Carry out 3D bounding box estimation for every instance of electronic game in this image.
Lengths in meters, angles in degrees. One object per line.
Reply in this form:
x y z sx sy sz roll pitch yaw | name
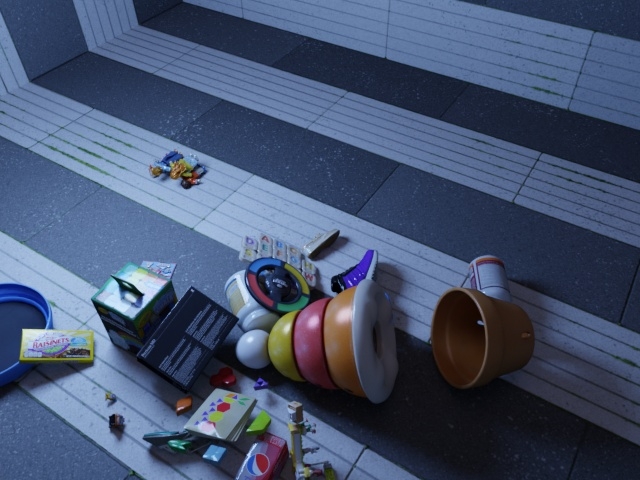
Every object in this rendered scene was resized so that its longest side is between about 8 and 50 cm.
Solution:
-0.135 0.143 1.807 0.229 0.048 0.229 22 38 -18 | electronic game

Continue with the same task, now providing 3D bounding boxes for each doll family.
-0.623 -0.314 2.387 0.262 0.118 0.163 19 49 19 | doll family

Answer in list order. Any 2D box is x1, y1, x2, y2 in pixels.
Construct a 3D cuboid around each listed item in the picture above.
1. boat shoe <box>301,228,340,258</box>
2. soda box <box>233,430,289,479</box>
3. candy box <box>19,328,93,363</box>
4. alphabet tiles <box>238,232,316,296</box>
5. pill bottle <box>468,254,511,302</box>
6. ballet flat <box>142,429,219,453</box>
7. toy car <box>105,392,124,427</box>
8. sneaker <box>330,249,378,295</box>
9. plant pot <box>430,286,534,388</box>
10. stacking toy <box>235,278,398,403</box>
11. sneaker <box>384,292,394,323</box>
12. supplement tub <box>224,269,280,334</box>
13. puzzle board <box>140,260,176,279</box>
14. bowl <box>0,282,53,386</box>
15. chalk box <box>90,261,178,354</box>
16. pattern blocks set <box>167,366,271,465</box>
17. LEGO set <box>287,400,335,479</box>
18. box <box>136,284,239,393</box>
0.000 0.000 2.104 0.170 0.063 0.059 -36 60 -29 | boat shoe
-0.173 0.631 1.456 0.083 0.092 0.263 15 47 18 | soda box
-0.810 0.326 1.751 0.205 0.027 0.105 6 50 -28 | candy box
-0.143 0.076 1.954 0.284 0.021 0.278 23 29 -14 | alphabet tiles
0.565 0.166 1.888 0.121 0.121 0.221 2 46 3 | pill bottle
-0.383 0.551 1.561 0.213 0.072 0.068 -8 73 -4 | ballet flat
-0.590 0.485 1.639 0.040 0.060 0.122 10 43 -35 | toy car
0.111 0.131 1.944 0.146 0.102 0.293 11 46 12 | sneaker
0.488 0.284 1.682 0.203 0.291 0.291 2 43 -20 | plant pot
-0.029 0.312 1.691 0.479 0.351 0.351 -8 42 20 | stacking toy
0.194 0.240 1.859 0.078 0.067 0.188 1 48 -7 | sneaker
-0.219 0.208 1.843 0.144 0.144 0.200 -17 47 -15 | supplement tub
-0.593 0.111 2.040 0.128 0.011 0.096 5 46 5 | puzzle board
-1.053 0.305 1.808 0.390 0.077 0.391 0 45 0 | bowl
-0.565 0.199 1.755 0.180 0.289 0.179 21 49 20 | chalk box
-0.270 0.481 1.572 0.285 0.026 0.325 11 29 29 | pattern blocks set
-0.019 0.567 1.491 0.107 0.132 0.287 -6 67 -12 | LEGO set
-0.397 0.297 1.709 0.184 0.103 0.261 36 64 -4 | box
